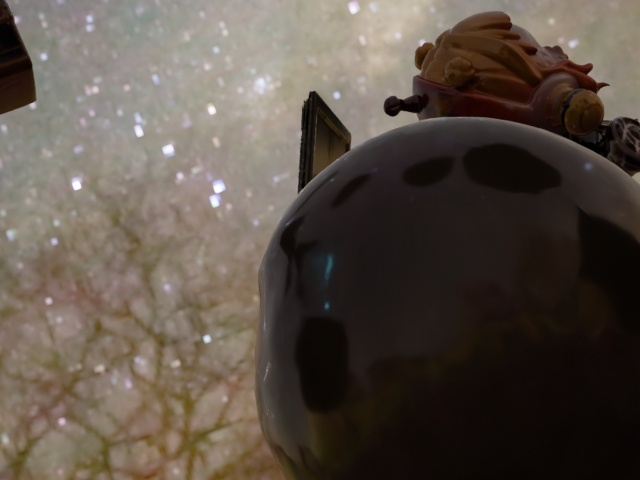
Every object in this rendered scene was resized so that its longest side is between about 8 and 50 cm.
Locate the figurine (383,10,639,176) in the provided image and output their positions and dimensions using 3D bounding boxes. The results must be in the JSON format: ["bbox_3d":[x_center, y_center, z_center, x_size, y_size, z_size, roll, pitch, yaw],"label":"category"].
[{"bbox_3d":[0.256,-0.171,1.759,0.196,0.323,0.320,-61,16,5],"label":"figurine"}]

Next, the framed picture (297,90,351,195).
[{"bbox_3d":[0.000,0.000,1.391,0.017,0.274,0.217,2,-9,12],"label":"framed picture"}]

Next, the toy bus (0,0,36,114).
[{"bbox_3d":[-0.354,-0.140,1.162,0.201,0.114,0.098,-22,-13,-15],"label":"toy bus"}]

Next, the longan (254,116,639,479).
[{"bbox_3d":[0.116,0.090,0.926,0.361,0.361,0.361,-20,-19,-7],"label":"longan"}]
